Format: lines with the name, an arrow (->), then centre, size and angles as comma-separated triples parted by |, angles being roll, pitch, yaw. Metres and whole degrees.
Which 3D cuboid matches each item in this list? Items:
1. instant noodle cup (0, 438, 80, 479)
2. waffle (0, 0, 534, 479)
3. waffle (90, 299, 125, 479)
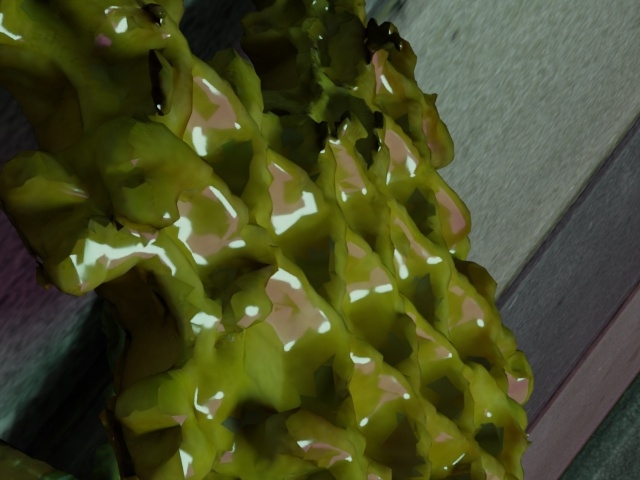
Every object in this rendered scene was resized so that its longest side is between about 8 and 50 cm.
instant noodle cup -> -0.146, 0.208, 0.530 | 0.296, 0.296, 0.214 | -50, 170, -12
waffle -> 0.000, 0.000, 0.550 | 0.069, 0.259, 0.293 | -23, 175, 22
waffle -> -0.043, 0.125, 0.800 | 0.054, 0.208, 0.214 | -13, 165, 24
